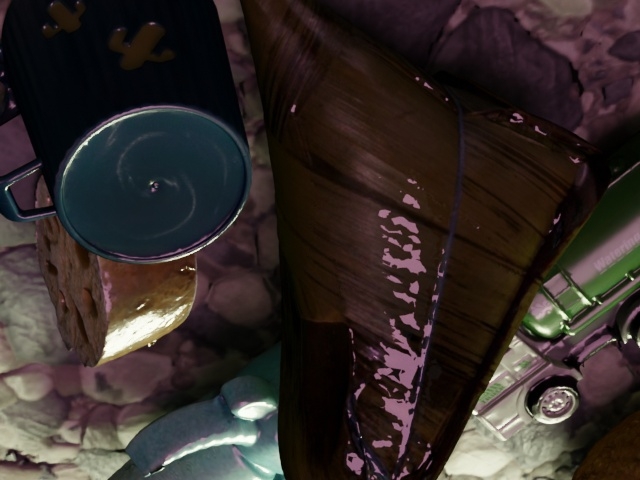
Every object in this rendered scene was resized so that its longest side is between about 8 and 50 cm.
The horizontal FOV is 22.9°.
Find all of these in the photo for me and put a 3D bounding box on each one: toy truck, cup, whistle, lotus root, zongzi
[{"bbox_3d":[0.182,0.027,1.117,0.242,0.101,0.125,-40,126,12],"label":"toy truck"},{"bbox_3d":[-0.126,-0.067,0.891,0.177,0.155,0.131,-22,132,-2],"label":"cup"},{"bbox_3d":[-0.040,0.130,1.134,0.274,0.093,0.186,-32,149,12],"label":"whistle"},{"bbox_3d":[-0.127,0.013,0.988,0.081,0.112,0.122,-8,130,-23],"label":"lotus root"},{"bbox_3d":[0.000,0.000,0.974,0.300,0.138,0.286,35,81,-29],"label":"zongzi"}]

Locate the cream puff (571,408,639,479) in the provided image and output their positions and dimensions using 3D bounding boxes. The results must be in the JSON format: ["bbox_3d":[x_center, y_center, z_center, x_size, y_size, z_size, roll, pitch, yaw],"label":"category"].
[{"bbox_3d":[0.345,0.248,1.285,0.303,0.212,0.303,-9,126,-13],"label":"cream puff"}]
